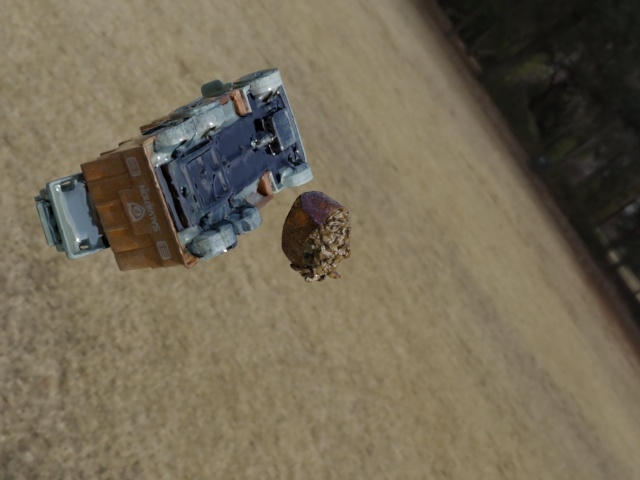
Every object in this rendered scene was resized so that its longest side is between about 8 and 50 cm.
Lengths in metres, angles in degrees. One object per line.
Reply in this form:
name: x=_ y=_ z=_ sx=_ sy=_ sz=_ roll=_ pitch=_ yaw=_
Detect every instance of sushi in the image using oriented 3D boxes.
sushi: x=0.000 y=0.000 z=0.977 sx=0.055 sy=0.052 sz=0.120 roll=42 pitch=-30 yaw=20

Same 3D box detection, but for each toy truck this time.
toy truck: x=-0.137 y=-0.079 z=1.133 sx=0.338 sy=0.184 sz=0.133 roll=-45 pitch=121 yaw=-60
